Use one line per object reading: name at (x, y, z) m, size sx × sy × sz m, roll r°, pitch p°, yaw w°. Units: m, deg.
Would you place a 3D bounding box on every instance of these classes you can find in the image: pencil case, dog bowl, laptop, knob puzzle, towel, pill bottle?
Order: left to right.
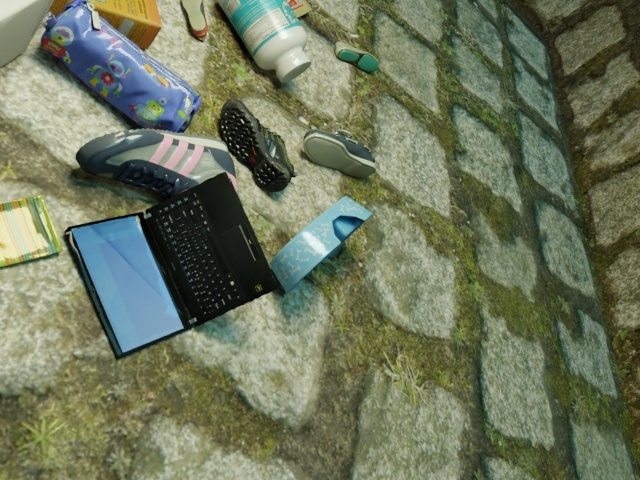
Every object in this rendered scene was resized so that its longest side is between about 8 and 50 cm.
towel at (-0.503, -0.002, 0.865) m, size 0.237 × 0.021 × 0.102 m, roll -20°, pitch 81°, yaw -49°
pencil case at (-0.365, -0.317, 1.113) m, size 0.306 × 0.133 × 0.119 m, roll 39°, pitch 42°, yaw -23°
laptop at (-0.245, 0.032, 1.010) m, size 0.136 × 0.264 × 0.234 m, roll 24°, pitch 42°, yaw -84°
pill bottle at (-0.129, -0.527, 1.470) m, size 0.146 × 0.146 × 0.264 m, roll -34°, pitch 93°, yaw -50°
knob puzzle at (-0.128, -0.698, 1.665) m, size 0.213 × 0.030 × 0.213 m, roll 24°, pitch 52°, yaw -34°
dog bowl at (0.000, 0.000, 1.274) m, size 0.074 × 0.166 × 0.297 m, roll 46°, pitch 41°, yaw 2°

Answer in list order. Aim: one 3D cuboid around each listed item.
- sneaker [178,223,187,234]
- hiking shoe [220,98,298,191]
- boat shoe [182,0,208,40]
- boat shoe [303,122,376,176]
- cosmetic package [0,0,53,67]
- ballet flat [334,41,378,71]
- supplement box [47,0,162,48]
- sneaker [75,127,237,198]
sneaker at (-0.207, -0.020, 1.146) m, size 0.162 × 0.063 × 0.073 m, roll -17°, pitch 86°, yaw -46°
hiking shoe at (-0.138, -0.217, 1.336) m, size 0.227 × 0.086 × 0.114 m, roll 57°, pitch 26°, yaw -10°
boat shoe at (-0.290, -0.533, 1.391) m, size 0.043 × 0.049 × 0.137 m, roll 73°, pitch 0°, yaw -70°
boat shoe at (0.050, -0.235, 1.512) m, size 0.254 × 0.095 × 0.079 m, roll 15°, pitch 58°, yaw -41°
cosmetic package at (-0.568, -0.299, 0.848) m, size 0.155 × 0.197 × 0.365 m, roll 44°, pitch 44°, yaw -17°
ballet flat at (0.112, -0.564, 1.809) m, size 0.168 × 0.057 × 0.052 m, roll 11°, pitch 50°, yaw -42°
supplement box at (-0.437, -0.455, 1.167) m, size 0.233 × 0.080 × 0.078 m, roll 2°, pitch 63°, yaw -42°
sneaker at (-0.280, -0.123, 1.096) m, size 0.319 × 0.112 × 0.131 m, roll -7°, pitch 69°, yaw -46°
